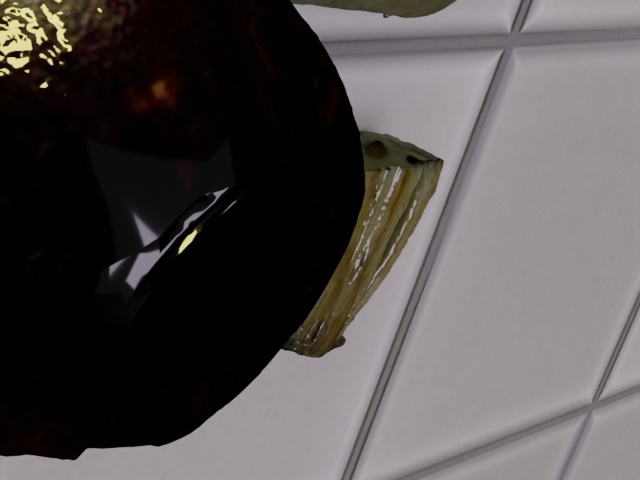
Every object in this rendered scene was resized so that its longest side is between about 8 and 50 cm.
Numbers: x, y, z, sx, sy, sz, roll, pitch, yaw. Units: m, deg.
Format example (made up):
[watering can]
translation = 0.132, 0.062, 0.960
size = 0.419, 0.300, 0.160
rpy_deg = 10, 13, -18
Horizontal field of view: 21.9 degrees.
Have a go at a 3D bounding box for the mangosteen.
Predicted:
[mangosteen]
translation = -0.100, -0.050, 0.680
size = 0.287, 0.233, 0.288
rpy_deg = -41, 152, -28

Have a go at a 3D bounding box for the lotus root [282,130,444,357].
[lotus root]
translation = -0.004, -0.002, 1.019
size = 0.143, 0.070, 0.144
rpy_deg = 3, 112, -62

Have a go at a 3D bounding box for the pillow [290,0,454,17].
[pillow]
translation = 0.092, -0.215, 0.867
size = 0.185, 0.075, 0.302
rpy_deg = -1, 148, -50
